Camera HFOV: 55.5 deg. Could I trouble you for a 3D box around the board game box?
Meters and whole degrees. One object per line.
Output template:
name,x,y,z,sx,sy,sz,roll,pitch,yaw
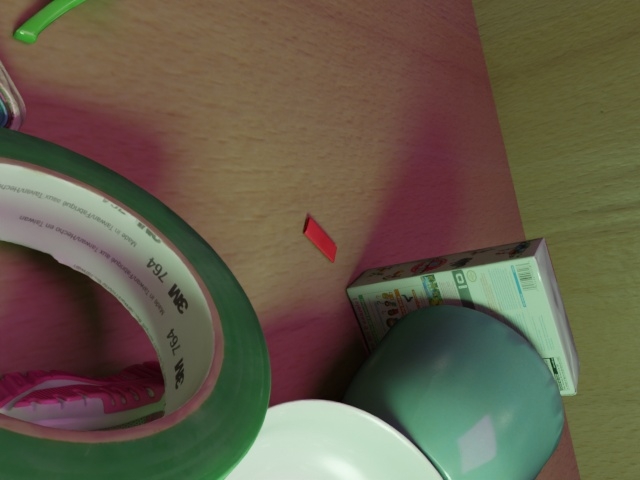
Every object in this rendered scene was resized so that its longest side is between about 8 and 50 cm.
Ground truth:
board game box,0.221,0.135,0.957,0.097,0.303,0.224,-38,112,-57

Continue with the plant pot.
plant pot,0.152,0.268,0.830,0.235,0.293,0.293,-30,105,-50

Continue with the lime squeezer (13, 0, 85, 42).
lime squeezer,-0.245,-0.325,0.638,0.110,0.059,0.310,6,73,-26

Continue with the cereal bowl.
cereal bowl,-0.008,0.345,0.610,0.339,0.141,0.339,19,45,-21

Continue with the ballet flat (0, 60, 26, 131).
ballet flat,-0.296,-0.162,0.492,0.052,0.057,0.168,-98,169,-71

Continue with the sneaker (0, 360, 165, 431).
sneaker,-0.160,0.170,0.520,0.252,0.103,0.111,6,91,-39

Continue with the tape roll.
tape roll,-0.184,0.050,0.399,0.321,0.077,0.321,33,23,-16

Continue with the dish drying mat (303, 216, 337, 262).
dish drying mat,0.000,0.000,0.937,0.083,0.008,0.032,47,43,-41
